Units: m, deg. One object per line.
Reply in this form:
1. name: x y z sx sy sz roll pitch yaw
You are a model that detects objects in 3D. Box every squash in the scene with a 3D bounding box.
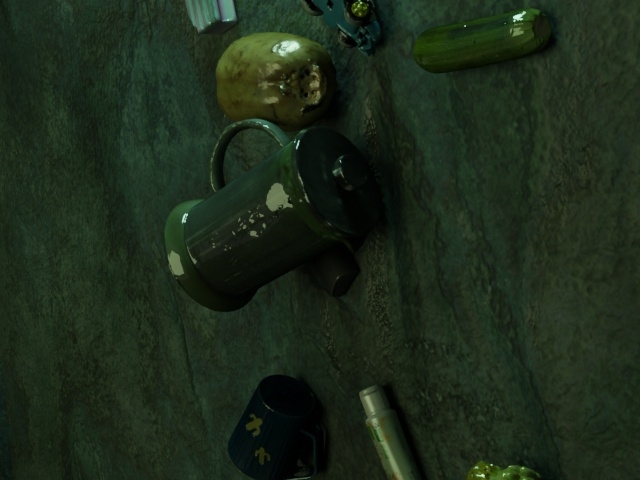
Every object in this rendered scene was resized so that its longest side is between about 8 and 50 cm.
1. squash: 0.203 -0.258 1.351 0.229 0.066 0.066 0 97 55

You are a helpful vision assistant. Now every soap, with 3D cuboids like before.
1. soap: -0.210 -0.461 1.926 0.100 0.056 0.149 -19 82 54

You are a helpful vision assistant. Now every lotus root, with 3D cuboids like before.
1. lotus root: -0.086 -0.262 1.707 0.284 0.146 0.160 18 90 57

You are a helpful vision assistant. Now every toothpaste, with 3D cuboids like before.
1. toothpaste: 0.133 0.375 1.600 0.056 0.058 0.314 -24 77 10

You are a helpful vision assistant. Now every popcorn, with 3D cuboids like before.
1. popcorn: 0.244 0.368 1.370 0.126 0.125 0.145 12 126 44

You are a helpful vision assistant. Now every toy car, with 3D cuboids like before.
1. toy car: 0.047 -0.368 1.555 0.161 0.098 0.126 45 167 5

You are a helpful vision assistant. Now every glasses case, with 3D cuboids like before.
1. glasses case: -0.001 -0.001 1.730 0.191 0.042 0.072 63 149 26

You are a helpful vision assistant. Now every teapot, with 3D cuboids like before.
1. teapot: -0.078 -0.064 1.630 0.337 0.200 0.271 -29 79 37

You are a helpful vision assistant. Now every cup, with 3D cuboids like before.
1. cup: -0.065 0.340 1.835 0.176 0.131 0.155 29 121 15
